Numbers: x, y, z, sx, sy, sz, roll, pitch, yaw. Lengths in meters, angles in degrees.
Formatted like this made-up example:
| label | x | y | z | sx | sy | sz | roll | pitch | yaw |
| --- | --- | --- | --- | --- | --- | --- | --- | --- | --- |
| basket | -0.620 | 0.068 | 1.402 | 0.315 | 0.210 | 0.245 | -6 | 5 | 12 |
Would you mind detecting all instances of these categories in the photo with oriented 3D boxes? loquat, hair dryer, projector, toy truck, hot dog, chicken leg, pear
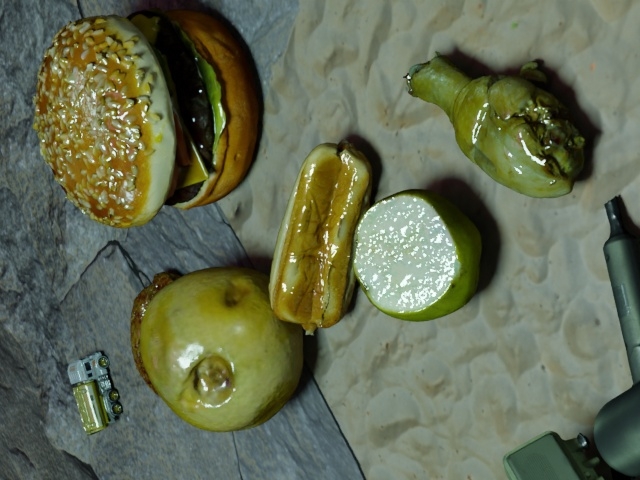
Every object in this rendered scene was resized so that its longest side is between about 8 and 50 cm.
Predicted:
| label | x | y | z | sx | sy | sz | roll | pitch | yaw |
| --- | --- | --- | --- | --- | --- | --- | --- | --- | --- |
| loquat | -0.115 | 0.133 | 1.425 | 0.213 | 0.213 | 0.213 | 18 | 114 | 45 |
| hair dryer | 0.284 | 0.085 | 1.046 | 0.195 | 0.077 | 0.249 | 112 | 154 | -69 |
| projector | 0.271 | 0.319 | 1.051 | 0.270 | 0.088 | 0.193 | 62 | -179 | 35 |
| toy truck | -0.363 | 0.244 | 1.833 | 0.052 | 0.062 | 0.123 | -20 | 86 | 50 |
| hot dog | 0.000 | 0.000 | 1.329 | 0.076 | 0.102 | 0.249 | -92 | 11 | -65 |
| chicken leg | 0.167 | -0.127 | 1.107 | 0.228 | 0.088 | 0.103 | 49 | 144 | 36 |
| pear | 0.107 | 0.015 | 1.197 | 0.141 | 0.104 | 0.141 | 2 | 95 | 26 |

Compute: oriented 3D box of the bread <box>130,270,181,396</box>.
| label | x | y | z | sx | sy | sz | roll | pitch | yaw |
| --- | --- | --- | --- | --- | --- | --- | --- | --- | --- |
| bread | -0.217 | 0.140 | 1.637 | 0.193 | 0.063 | 0.193 | 16 | 110 | 49 |

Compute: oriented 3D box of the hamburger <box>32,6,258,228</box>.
| label | x | y | z | sx | sy | sz | roll | pitch | yaw |
| --- | --- | --- | --- | --- | --- | --- | --- | --- | --- |
| hamburger | -0.229 | -0.158 | 1.437 | 0.291 | 0.225 | 0.291 | 21 | 117 | 47 |
